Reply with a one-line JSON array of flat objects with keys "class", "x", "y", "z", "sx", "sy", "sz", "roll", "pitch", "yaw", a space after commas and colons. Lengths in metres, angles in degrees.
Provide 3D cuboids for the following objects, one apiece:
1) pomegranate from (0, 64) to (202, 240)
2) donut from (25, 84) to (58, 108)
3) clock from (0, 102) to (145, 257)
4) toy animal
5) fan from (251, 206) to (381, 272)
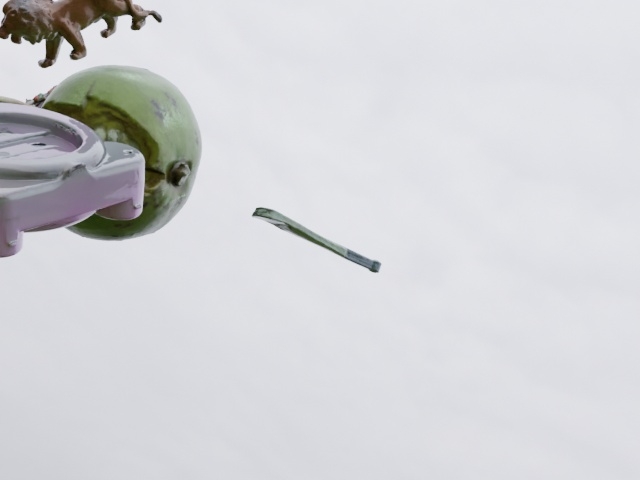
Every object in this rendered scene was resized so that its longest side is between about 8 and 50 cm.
[{"class": "pomegranate", "x": -0.303, "y": -0.119, "z": 1.401, "sx": 0.302, "sy": 0.236, "sz": 0.236, "roll": 11, "pitch": -36, "yaw": 9}, {"class": "donut", "x": -0.467, "y": -0.132, "z": 1.785, "sx": 0.103, "sy": 0.269, "sz": 0.270, "roll": 39, "pitch": -33, "yaw": -4}, {"class": "clock", "x": -0.339, "y": -0.080, "z": 1.188, "sx": 0.248, "sy": 0.228, "sz": 0.090, "roll": 25, "pitch": -61, "yaw": 33}, {"class": "toy animal", "x": -0.485, "y": -0.443, "z": 2.158, "sx": 0.097, "sy": 0.312, "sz": 0.157, "roll": 30, "pitch": -35, "yaw": 53}, {"class": "fan", "x": 0.000, "y": 0.000, "z": 1.270, "sx": 0.193, "sy": 0.016, "sz": 0.038, "roll": 26, "pitch": -13, "yaw": -37}]
